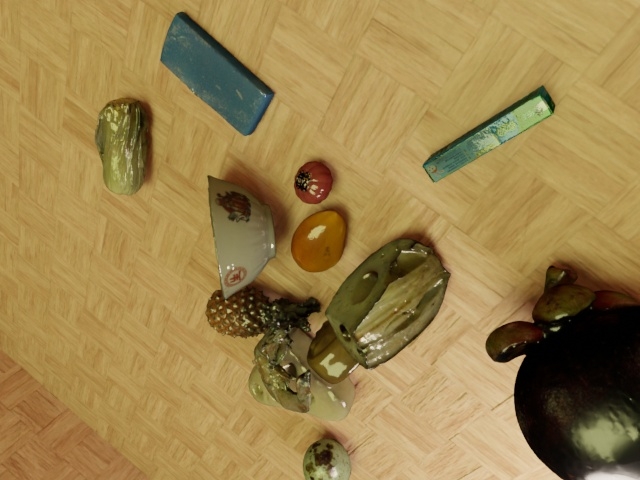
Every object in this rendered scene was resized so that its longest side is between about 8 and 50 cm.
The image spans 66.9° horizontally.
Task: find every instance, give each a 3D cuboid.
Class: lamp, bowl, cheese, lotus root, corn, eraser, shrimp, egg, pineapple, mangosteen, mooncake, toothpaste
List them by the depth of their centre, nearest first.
[{"bbox_3d":[0.543,0.264,0.947,0.435,0.382,0.382,56,131,13],"label":"mangosteen"},{"bbox_3d":[0.329,-0.206,0.973,0.266,0.065,0.050,-31,99,39],"label":"toothpaste"},{"bbox_3d":[0.161,0.146,1.195,0.210,0.314,0.142,51,173,-25],"label":"lotus root"},{"bbox_3d":[-0.018,-0.143,1.202,0.107,0.092,0.108,-6,82,46],"label":"lamp"},{"bbox_3d":[-0.266,-0.415,1.219,0.312,0.042,0.144,42,131,2],"label":"eraser"},{"bbox_3d":[-0.207,-0.016,1.314,0.157,0.337,0.337,-7,121,-10],"label":"bowl"},{"bbox_3d":[0.056,0.281,1.326,0.117,0.235,0.235,49,130,-4],"label":"mooncake"},{"bbox_3d":[-0.100,0.357,1.368,0.247,0.085,0.360,43,140,29],"label":"shrimp"},{"bbox_3d":[-0.583,-0.277,1.438,0.123,0.122,0.305,24,125,15],"label":"corn"},{"bbox_3d":[-0.176,0.225,1.470,0.361,0.175,0.175,5,120,29],"label":"pineapple"},{"bbox_3d":[-0.063,0.475,1.569,0.328,0.129,0.351,39,128,8],"label":"cheese"},{"bbox_3d":[0.024,0.794,1.688,0.169,0.169,0.231,14,133,23],"label":"egg"}]

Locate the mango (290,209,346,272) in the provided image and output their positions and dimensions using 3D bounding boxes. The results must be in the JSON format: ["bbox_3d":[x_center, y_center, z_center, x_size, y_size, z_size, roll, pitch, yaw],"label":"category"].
[{"bbox_3d":[-0.002,0.004,1.273,0.141,0.102,0.217,33,132,2],"label":"mango"}]
